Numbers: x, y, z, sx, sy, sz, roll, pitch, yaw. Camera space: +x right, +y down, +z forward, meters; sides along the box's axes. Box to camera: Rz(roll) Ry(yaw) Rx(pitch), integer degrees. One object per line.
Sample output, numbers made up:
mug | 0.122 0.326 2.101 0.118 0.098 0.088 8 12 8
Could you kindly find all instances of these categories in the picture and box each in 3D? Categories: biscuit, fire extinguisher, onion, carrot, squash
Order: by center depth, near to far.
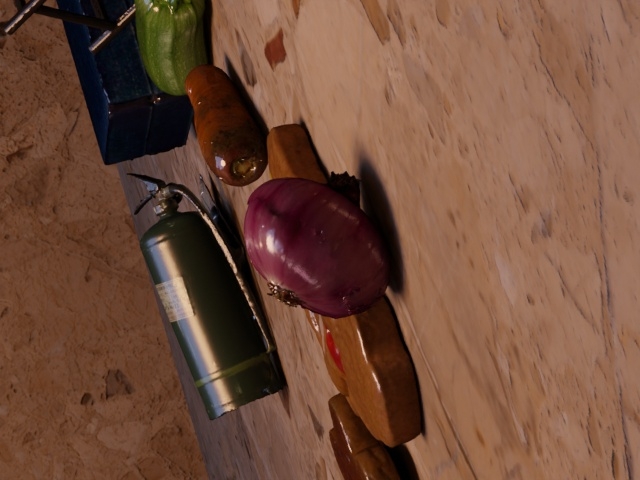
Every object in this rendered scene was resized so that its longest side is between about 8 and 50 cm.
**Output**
onion | 0.000 0.000 1.325 0.115 0.115 0.104 101 -165 -71
biscuit | 0.010 0.040 1.474 0.295 0.044 0.186 -118 12 -54
biscuit | 0.051 0.229 1.571 0.236 0.039 0.180 81 166 -44
carrot | -0.089 -0.108 1.767 0.186 0.060 0.060 -114 12 -56
squash | -0.146 -0.211 1.880 0.077 0.068 0.219 62 168 17
fire extinguisher | -0.135 0.047 2.124 0.118 0.093 0.294 -26 85 45

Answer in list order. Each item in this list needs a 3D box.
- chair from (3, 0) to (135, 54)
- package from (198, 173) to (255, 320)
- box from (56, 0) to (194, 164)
chair | -0.206 -0.322 1.871 0.141 0.260 0.155 8 -127 -50
package | -0.108 0.032 2.232 0.171 0.027 0.173 -123 19 -50
box | -0.224 -0.244 2.146 0.279 0.116 0.261 125 130 -79
